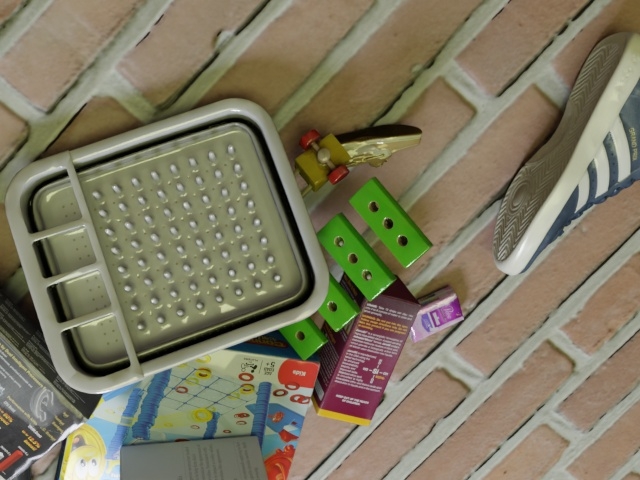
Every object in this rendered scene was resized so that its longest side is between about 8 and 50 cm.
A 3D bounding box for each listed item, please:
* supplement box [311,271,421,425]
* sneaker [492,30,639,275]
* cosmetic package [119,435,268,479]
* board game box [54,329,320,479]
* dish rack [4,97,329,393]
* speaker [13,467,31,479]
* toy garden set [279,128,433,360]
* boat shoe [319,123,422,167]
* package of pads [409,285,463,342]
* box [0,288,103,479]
[{"bbox_3d":[0.052,0.139,1.212,0.081,0.104,0.188,16,107,-19],"label":"supplement box"},{"bbox_3d":[0.364,-0.089,1.179,0.148,0.131,0.350,27,103,-16],"label":"sneaker"},{"bbox_3d":[-0.158,0.354,1.127,0.184,0.151,0.151,-2,112,-11],"label":"cosmetic package"},{"bbox_3d":[-0.187,0.257,1.214,0.308,0.086,0.302,10,108,-16],"label":"board game box"},{"bbox_3d":[-0.179,0.005,1.076,0.333,0.072,0.285,-20,81,-5],"label":"dish rack"},{"bbox_3d":[-0.415,0.307,1.199,0.055,0.055,0.136,0,110,-13],"label":"speaker"},{"bbox_3d":[0.000,0.000,1.133,0.204,0.049,0.244,50,121,8],"label":"toy garden set"},{"bbox_3d":[0.064,-0.117,1.149,0.135,0.050,0.045,-9,116,2],"label":"boat shoe"},{"bbox_3d":[0.157,0.104,1.262,0.083,0.032,0.050,-24,117,-3],"label":"package of pads"},{"bbox_3d":[-0.456,0.160,1.070,0.242,0.076,0.307,-39,103,13],"label":"box"}]
